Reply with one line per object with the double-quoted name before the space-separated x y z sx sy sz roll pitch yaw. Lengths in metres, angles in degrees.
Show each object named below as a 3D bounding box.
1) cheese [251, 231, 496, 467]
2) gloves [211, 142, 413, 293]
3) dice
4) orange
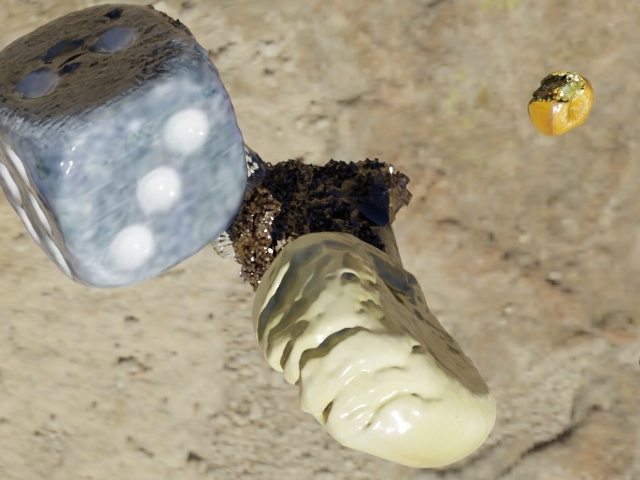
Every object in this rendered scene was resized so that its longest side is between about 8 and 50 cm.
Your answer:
"cheese" 0.050 0.097 1.410 0.226 0.214 0.117 29 110 -40
"gloves" -0.005 -0.001 1.733 0.135 0.312 0.210 -19 131 -32
"dice" -0.180 -0.082 1.442 0.183 0.181 0.182 -31 130 -19
"orange" 0.281 -0.163 1.998 0.086 0.062 0.086 -25 132 -31
